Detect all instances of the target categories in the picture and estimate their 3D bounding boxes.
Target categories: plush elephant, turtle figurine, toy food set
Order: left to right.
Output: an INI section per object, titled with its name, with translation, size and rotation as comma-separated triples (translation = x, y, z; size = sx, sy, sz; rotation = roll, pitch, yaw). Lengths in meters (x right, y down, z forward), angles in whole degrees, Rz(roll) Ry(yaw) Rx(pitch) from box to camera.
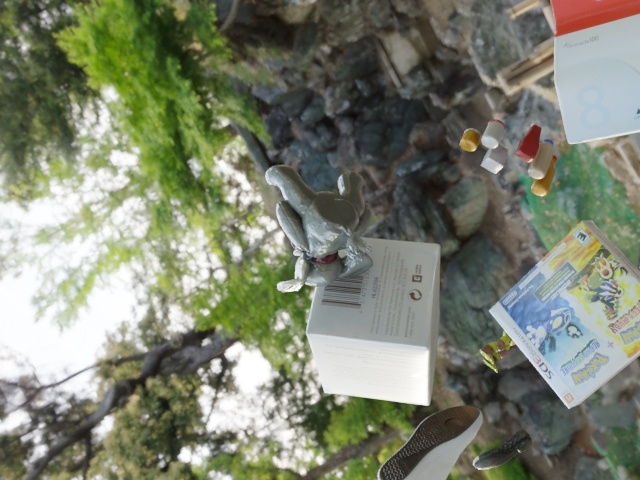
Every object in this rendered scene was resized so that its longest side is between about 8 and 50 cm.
[plush elephant]
translation = 0.000, 0.000, 1.828
size = 0.330, 0.271, 0.255
rotation = 63, 142, 35
[turtle figurine]
translation = 0.573, 0.282, 2.132
size = 0.087, 0.217, 0.269
rotation = 47, 172, 25
[toy food set]
translation = 0.437, -0.210, 1.602
size = 0.232, 0.105, 0.111
rotation = 30, 153, -2

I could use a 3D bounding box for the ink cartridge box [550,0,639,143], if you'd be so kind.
[ink cartridge box]
translation = 0.620, -0.410, 1.438
size = 0.091, 0.308, 0.385
rotation = -34, -69, -48

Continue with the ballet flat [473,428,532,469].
[ballet flat]
translation = 0.490, 0.567, 1.933
size = 0.057, 0.173, 0.049
rotation = 65, 179, -32

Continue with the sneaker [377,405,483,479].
[sneaker]
translation = 0.249, 0.479, 1.577
size = 0.106, 0.290, 0.123
rotation = 21, 136, 54

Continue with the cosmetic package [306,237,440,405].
[cosmetic package]
translation = 0.168, 0.232, 2.049
size = 0.394, 0.327, 0.330
rotation = 77, -159, -55

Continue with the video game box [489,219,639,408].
[video game box]
translation = 0.374, 0.107, 1.033
size = 0.048, 0.205, 0.187
rotation = -5, -130, -51

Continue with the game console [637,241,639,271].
[game console]
translation = 0.650, 0.194, 1.329
size = 0.386, 0.060, 0.342
rotation = 38, -134, -61
